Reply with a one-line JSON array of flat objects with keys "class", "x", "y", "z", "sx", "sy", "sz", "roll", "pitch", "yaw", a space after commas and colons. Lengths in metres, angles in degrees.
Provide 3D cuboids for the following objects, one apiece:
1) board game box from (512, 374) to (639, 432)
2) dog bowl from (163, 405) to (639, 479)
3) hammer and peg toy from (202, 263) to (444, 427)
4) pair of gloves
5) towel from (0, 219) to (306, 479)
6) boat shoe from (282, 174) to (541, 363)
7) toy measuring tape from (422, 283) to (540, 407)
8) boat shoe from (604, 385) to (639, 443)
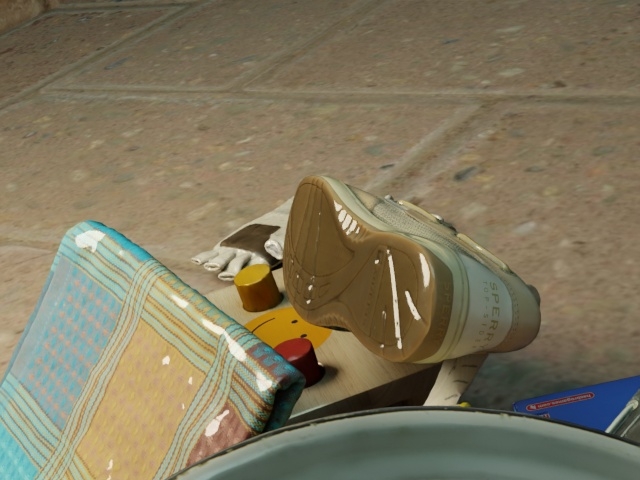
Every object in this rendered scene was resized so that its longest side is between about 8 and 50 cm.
[{"class": "board game box", "x": 0.315, "y": 0.161, "z": 0.730, "sx": 0.347, "sy": 0.078, "sz": 0.233, "roll": -13, "pitch": 26, "yaw": 6}, {"class": "dog bowl", "x": 0.054, "y": 0.266, "z": 0.420, "sx": 0.407, "sy": 0.150, "sz": 0.408, "roll": 2, "pitch": 46, "yaw": -2}, {"class": "hammer and peg toy", "x": -0.026, "y": 0.112, "z": 0.956, "sx": 0.265, "sy": 0.127, "sz": 0.361, "roll": -19, "pitch": 26, "yaw": -7}, {"class": "pair of gloves", "x": 0.000, "y": 0.000, "z": 1.271, "sx": 0.240, "sy": 0.042, "sz": 0.204, "roll": 10, "pitch": 35, "yaw": 40}, {"class": "towel", "x": -0.171, "y": 0.147, "z": 0.885, "sx": 0.370, "sy": 0.040, "sz": 0.272, "roll": 28, "pitch": 91, "yaw": 55}, {"class": "boat shoe", "x": 0.053, "y": 0.021, "z": 0.858, "sx": 0.098, "sy": 0.109, "sz": 0.302, "roll": 7, "pitch": 9, "yaw": -23}, {"class": "toy measuring tape", "x": 0.091, "y": 0.161, "z": 0.761, "sx": 0.121, "sy": 0.121, "sz": 0.330, "roll": 2, "pitch": 33, "yaw": 32}, {"class": "boat shoe", "x": 0.235, "y": 0.096, "z": 0.725, "sx": 0.070, "sy": 0.078, "sz": 0.219, "roll": 14, "pitch": 40, "yaw": 44}]
